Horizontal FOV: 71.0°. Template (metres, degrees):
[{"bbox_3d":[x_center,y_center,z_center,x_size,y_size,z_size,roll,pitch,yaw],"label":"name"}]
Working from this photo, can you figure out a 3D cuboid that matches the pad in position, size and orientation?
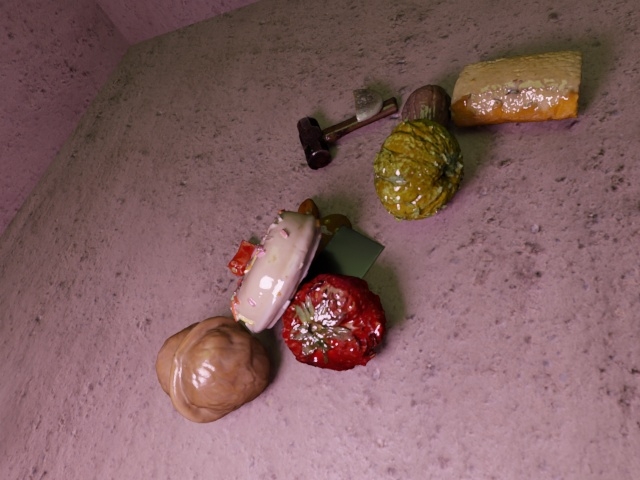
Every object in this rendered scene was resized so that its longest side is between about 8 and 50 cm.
[{"bbox_3d":[0.064,0.077,1.393,0.170,0.006,0.245,30,73,28],"label":"pad"}]

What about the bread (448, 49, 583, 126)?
[{"bbox_3d":[0.619,-0.474,1.433,0.375,0.165,0.236,7,55,32],"label":"bread"}]

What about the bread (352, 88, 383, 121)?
[{"bbox_3d":[0.183,-0.529,1.706,0.112,0.036,0.193,-11,51,9],"label":"bread"}]

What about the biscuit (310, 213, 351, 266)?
[{"bbox_3d":[0.000,0.000,1.488,0.236,0.039,0.180,-42,47,-9],"label":"biscuit"}]

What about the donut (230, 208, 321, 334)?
[{"bbox_3d":[-0.135,0.077,1.295,0.382,0.142,0.382,-59,8,14],"label":"donut"}]

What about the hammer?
[{"bbox_3d":[0.114,-0.438,1.737,0.409,0.095,0.242,-22,49,4],"label":"hammer"}]

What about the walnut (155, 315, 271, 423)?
[{"bbox_3d":[-0.297,0.349,1.230,0.296,0.285,0.285,1,56,35],"label":"walnut"}]

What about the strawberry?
[{"bbox_3d":[0.047,0.211,1.197,0.274,0.220,0.274,2,96,20],"label":"strawberry"}]

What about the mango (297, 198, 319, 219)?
[{"bbox_3d":[-0.042,-0.104,1.569,0.080,0.060,0.114,-30,42,26],"label":"mango"}]

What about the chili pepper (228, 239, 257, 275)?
[{"bbox_3d":[-0.270,0.063,1.559,0.123,0.073,0.070,-62,11,-25],"label":"chili pepper"}]

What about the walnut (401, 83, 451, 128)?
[{"bbox_3d":[0.360,-0.422,1.524,0.178,0.178,0.230,-1,57,27],"label":"walnut"}]

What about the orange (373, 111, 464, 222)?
[{"bbox_3d":[0.287,-0.202,1.307,0.301,0.300,0.223,-39,37,-28],"label":"orange"}]
